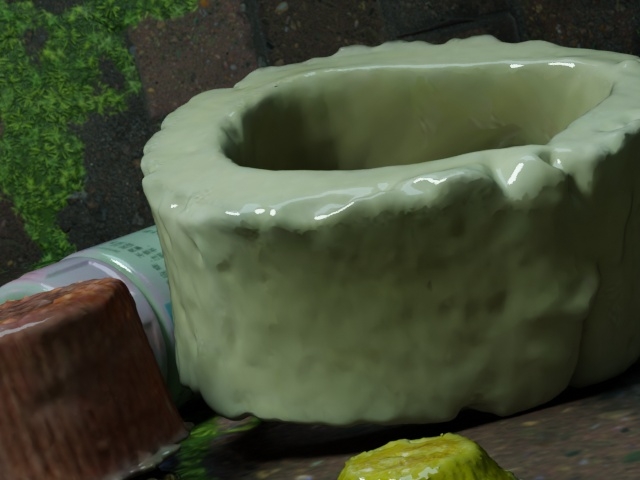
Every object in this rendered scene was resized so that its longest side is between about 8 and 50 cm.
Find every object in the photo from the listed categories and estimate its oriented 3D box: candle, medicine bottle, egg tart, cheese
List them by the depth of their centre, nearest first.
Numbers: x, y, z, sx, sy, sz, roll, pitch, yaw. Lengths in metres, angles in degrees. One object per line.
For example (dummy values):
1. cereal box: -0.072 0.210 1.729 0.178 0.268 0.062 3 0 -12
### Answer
1. egg tart: 0.042 0.111 0.601 0.105 0.039 0.105 -12 5 1
2. candle: -0.237 0.099 0.790 0.316 0.132 0.287 -18 4 2
3. cheese: 0.068 -0.014 0.853 0.332 0.153 0.292 -5 23 11
4. medicine bottle: -0.139 0.065 0.962 0.135 0.135 0.168 -9 7 36

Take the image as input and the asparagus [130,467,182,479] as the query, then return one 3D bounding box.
1. asparagus: -0.093 0.132 0.746 0.036 0.030 0.165 -1 1 -20
